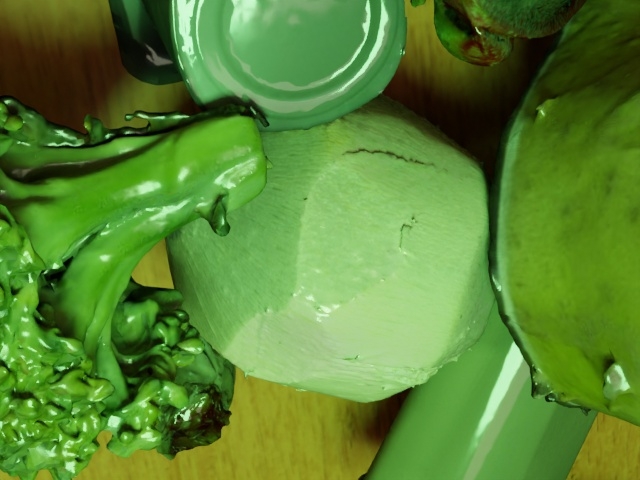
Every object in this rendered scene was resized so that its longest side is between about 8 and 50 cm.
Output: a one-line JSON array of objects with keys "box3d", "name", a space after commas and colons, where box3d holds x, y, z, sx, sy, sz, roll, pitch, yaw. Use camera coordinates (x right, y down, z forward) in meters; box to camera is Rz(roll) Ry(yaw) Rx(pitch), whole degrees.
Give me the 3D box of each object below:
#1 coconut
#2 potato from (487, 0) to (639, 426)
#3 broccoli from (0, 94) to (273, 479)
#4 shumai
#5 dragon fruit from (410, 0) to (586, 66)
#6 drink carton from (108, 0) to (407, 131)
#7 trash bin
[{"box3d": [0.001, -0.002, 0.974, 0.230, 0.227, 0.227, 14, 111, -29], "name": "coconut"}, {"box3d": [0.318, -0.035, 0.915, 0.397, 0.296, 0.290, -51, 121, -29], "name": "potato"}, {"box3d": [-0.152, 0.034, 0.808, 0.273, 0.180, 0.242, -15, 134, 12], "name": "broccoli"}, {"box3d": [-0.115, 0.117, 1.076, 0.123, 0.087, 0.099, 35, 103, -28], "name": "shumai"}, {"box3d": [0.129, -0.262, 0.886, 0.268, 0.130, 0.295, -20, 112, -42], "name": "dragon fruit"}, {"box3d": [-0.047, -0.171, 0.893, 0.185, 0.190, 0.191, -11, 119, -6], "name": "drink carton"}, {"box3d": [0.149, 0.128, 1.108, 0.243, 0.121, 0.247, -7, 124, -59], "name": "trash bin"}]
